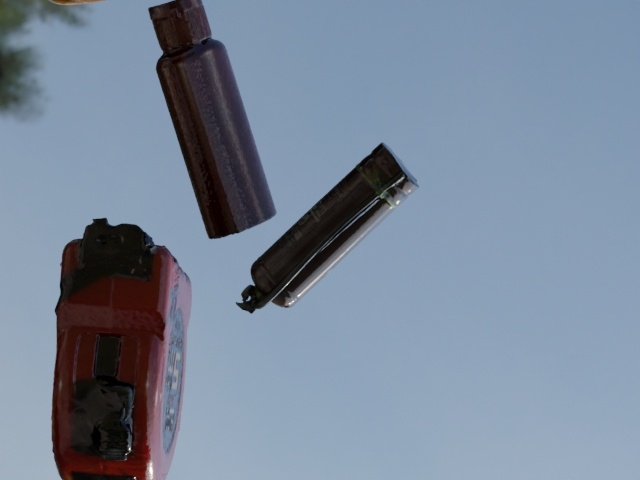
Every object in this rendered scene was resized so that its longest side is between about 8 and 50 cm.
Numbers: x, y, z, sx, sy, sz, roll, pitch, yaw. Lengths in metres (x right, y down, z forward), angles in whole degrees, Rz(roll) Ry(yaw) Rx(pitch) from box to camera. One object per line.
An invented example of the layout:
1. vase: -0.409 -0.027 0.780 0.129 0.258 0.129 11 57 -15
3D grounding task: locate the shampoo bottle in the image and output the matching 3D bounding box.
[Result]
1. shampoo bottle: -0.122 -0.137 2.047 0.064 0.102 0.260 -10 -78 35

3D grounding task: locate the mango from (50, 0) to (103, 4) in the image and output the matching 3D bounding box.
1. mango: -0.294 -0.349 2.392 0.165 0.115 0.089 -9 -100 23

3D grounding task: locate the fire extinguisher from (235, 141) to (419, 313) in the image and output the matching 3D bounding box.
1. fire extinguisher: 0.000 0.000 1.307 0.043 0.158 0.064 45 7 -12

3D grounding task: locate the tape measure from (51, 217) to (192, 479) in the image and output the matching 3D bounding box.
1. tape measure: -0.198 0.123 1.843 0.253 0.114 0.260 72 23 -82
